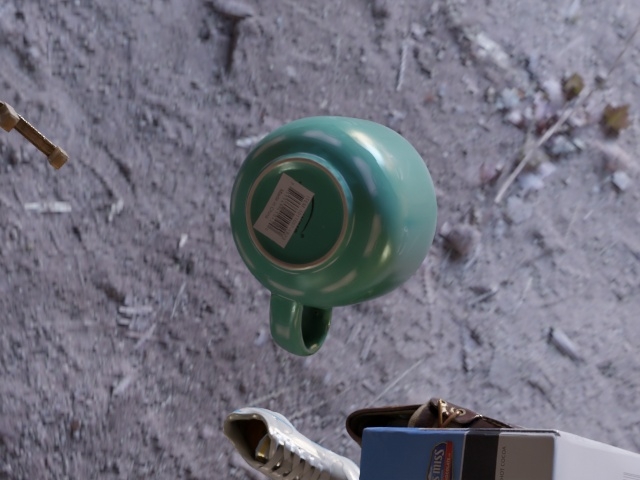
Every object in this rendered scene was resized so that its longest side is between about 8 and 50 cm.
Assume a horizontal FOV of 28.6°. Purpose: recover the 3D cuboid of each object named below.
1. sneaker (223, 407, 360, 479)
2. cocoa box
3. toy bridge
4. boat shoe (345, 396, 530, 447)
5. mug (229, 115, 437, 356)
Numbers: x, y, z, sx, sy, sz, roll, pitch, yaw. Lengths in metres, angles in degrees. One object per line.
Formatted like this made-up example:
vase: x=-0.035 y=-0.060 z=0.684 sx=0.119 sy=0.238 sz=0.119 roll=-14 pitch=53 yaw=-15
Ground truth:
sneaker: x=-0.037 y=0.296 z=1.652 sx=0.228 sy=0.092 sz=0.087 roll=27 pitch=93 yaw=38
cocoa box: x=0.177 y=0.371 z=1.254 sx=0.231 sy=0.228 sz=0.347 roll=21 pitch=70 yaw=-49
toy bridge: x=-0.420 y=-0.165 z=1.674 sx=0.188 sy=0.063 sz=0.026 roll=39 pitch=93 yaw=-30
boat shoe: x=0.159 y=0.271 z=1.655 sx=0.123 sy=0.342 sz=0.123 roll=34 pitch=74 yaw=-31
mug: x=0.007 y=-0.006 z=0.849 sx=0.129 sy=0.097 sz=0.158 roll=-16 pitch=86 yaw=24
